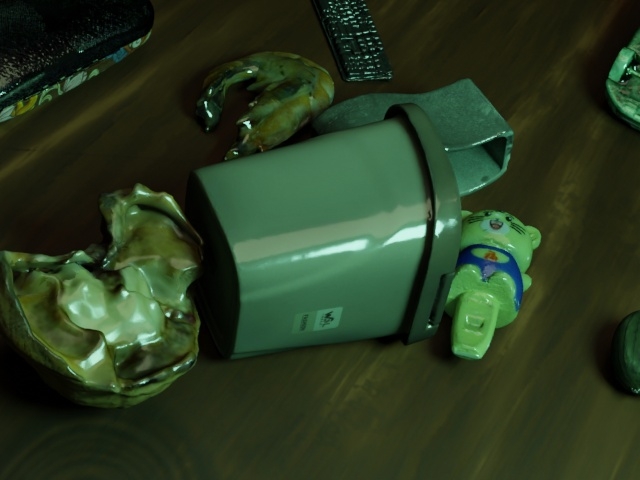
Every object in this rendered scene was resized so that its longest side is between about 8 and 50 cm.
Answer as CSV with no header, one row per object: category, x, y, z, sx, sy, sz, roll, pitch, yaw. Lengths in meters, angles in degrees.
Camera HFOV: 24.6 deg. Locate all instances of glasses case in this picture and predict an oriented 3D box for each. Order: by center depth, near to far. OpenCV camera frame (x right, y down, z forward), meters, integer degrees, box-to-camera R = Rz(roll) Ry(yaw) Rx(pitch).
glasses case,-0.329,-0.229,1.709,0.122,0.082,0.321,37,48,19

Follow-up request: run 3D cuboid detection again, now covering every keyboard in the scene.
keyboard,0.035,-0.292,1.940,0.072,0.023,0.231,-3,48,-18

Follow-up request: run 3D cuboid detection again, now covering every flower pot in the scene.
flower pot,0.105,-0.110,1.729,0.229,0.103,0.108,-11,49,-24

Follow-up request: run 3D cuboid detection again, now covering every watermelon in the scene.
watermelon,0.358,0.124,1.609,0.078,0.078,0.110,19,45,-1

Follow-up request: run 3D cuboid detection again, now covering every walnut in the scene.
walnut,-0.209,0.074,1.420,0.204,0.141,0.238,48,48,12

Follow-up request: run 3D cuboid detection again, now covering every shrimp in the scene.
shrimp,-0.083,-0.170,1.756,0.145,0.059,0.254,34,45,18

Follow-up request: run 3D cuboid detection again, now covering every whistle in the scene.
whistle,0.180,0.043,1.620,0.105,0.085,0.227,14,44,7

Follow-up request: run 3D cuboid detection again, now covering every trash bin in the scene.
trash bin,0.000,0.000,1.520,0.250,0.219,0.219,-11,50,-19

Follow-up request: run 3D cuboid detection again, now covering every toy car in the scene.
toy car,0.491,-0.251,1.987,0.136,0.125,0.306,28,67,13
